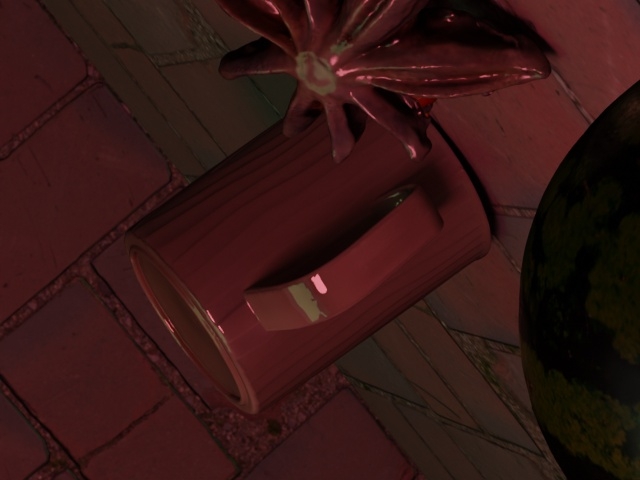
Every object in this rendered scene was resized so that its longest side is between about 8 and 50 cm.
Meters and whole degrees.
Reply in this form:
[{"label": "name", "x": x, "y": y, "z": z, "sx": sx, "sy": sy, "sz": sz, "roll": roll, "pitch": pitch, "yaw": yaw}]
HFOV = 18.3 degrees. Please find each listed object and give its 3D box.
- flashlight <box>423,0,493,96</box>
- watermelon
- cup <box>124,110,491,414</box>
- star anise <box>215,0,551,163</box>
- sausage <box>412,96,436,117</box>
[{"label": "flashlight", "x": 0.091, "y": -0.151, "z": 1.468, "sx": 0.110, "sy": 0.052, "sz": 0.031, "roll": 45, "pitch": -154, "yaw": -9}, {"label": "watermelon", "x": 0.232, "y": 0.033, "z": 0.876, "sx": 0.285, "sy": 0.285, "sz": 0.285, "roll": 47, "pitch": 169, "yaw": 12}, {"label": "cup", "x": 0.005, "y": 0.013, "z": 1.738, "sx": 0.288, "sy": 0.273, "sz": 0.208, "roll": 40, "pitch": 159, "yaw": 47}, {"label": "star anise", "x": 0.032, "y": -0.153, "z": 1.385, "sx": 0.257, "sy": 0.110, "sz": 0.198, "roll": -3, "pitch": 118, "yaw": 32}, {"label": "sausage", "x": 0.020, "y": -0.192, "z": 1.501, "sx": 0.274, "sy": 0.074, "sz": 0.074, "roll": 55, "pitch": 168, "yaw": -32}]
